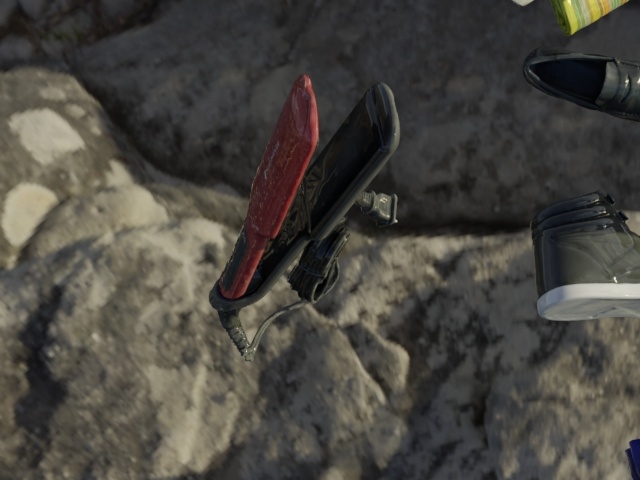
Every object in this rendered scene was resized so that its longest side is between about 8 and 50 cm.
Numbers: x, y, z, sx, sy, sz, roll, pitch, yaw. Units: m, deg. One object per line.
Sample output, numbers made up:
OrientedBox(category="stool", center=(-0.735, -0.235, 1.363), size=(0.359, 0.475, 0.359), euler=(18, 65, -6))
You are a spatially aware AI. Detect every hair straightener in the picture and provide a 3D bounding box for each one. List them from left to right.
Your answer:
OrientedBox(category="hair straightener", center=(0.000, 0.000, 0.705), size=(0.089, 0.230, 0.047), euler=(1, 53, -19))

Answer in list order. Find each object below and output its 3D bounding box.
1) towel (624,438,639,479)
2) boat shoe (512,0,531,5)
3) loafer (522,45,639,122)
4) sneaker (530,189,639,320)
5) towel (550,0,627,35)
OrientedBox(category="towel", center=(0.346, 0.149, 0.786), size=(0.308, 0.228, 0.076), euler=(-15, 99, 10))
OrientedBox(category="boat shoe", center=(0.143, -0.332, 1.031), size=(0.091, 0.109, 0.305), euler=(-28, 65, 31))
OrientedBox(category="loafer", center=(0.358, -0.188, 1.629), size=(0.223, 0.078, 0.076), euler=(16, 106, 13))
OrientedBox(category="sneaker", center=(0.372, 0.014, 1.554), size=(0.295, 0.104, 0.147), euler=(2, 65, -25))
OrientedBox(category="towel", center=(0.286, -0.276, 1.166), size=(0.237, 0.102, 0.021), euler=(-32, 25, -22))
